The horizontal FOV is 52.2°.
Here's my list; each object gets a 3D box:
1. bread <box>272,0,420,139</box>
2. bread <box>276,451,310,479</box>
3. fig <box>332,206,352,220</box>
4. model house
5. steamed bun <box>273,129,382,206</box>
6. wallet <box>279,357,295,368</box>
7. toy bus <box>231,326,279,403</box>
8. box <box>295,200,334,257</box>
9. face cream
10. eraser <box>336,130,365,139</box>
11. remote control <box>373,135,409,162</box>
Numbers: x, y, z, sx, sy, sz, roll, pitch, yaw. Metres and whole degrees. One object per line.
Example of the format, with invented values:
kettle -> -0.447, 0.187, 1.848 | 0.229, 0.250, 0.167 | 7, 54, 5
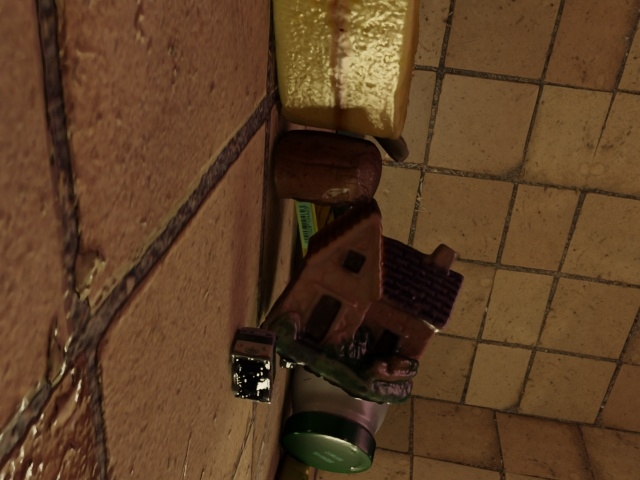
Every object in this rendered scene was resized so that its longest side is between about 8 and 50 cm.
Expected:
bread -> 0.023, -0.226, 0.743 | 0.264, 0.168, 0.163 | 17, 81, -81
bread -> -0.075, 0.607, 1.447 | 0.361, 0.077, 0.138 | -70, 168, -67
fig -> 0.046, -0.082, 1.605 | 0.177, 0.117, 0.117 | 67, 30, -60
model house -> 0.071, 0.075, 0.943 | 0.237, 0.237, 0.202 | -62, 178, 9
steamed bun -> 0.012, -0.094, 0.906 | 0.175, 0.145, 0.106 | -45, 145, -74
wallet -> -0.037, 0.139, 1.321 | 0.250, 0.044, 0.149 | -72, 173, -63
toy bus -> -0.079, 0.152, 0.805 | 0.102, 0.052, 0.058 | 95, 5, -47
box -> 0.000, -0.001, 1.245 | 0.153, 0.041, 0.278 | -75, 161, -55
face cream -> 0.053, 0.335, 1.531 | 0.312, 0.220, 0.356 | 69, 28, -45
eraser -> 0.080, -0.229, 1.812 | 0.227, 0.081, 0.174 | 91, 5, -48
remote control -> 0.040, -0.197, 0.905 | 0.044, 0.229, 0.073 | -38, 179, -9
